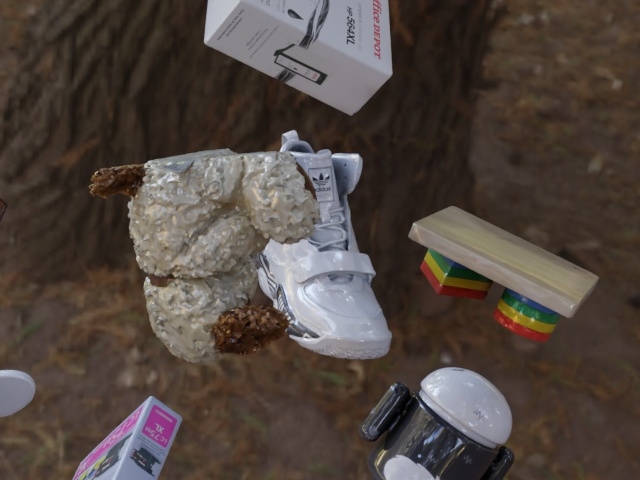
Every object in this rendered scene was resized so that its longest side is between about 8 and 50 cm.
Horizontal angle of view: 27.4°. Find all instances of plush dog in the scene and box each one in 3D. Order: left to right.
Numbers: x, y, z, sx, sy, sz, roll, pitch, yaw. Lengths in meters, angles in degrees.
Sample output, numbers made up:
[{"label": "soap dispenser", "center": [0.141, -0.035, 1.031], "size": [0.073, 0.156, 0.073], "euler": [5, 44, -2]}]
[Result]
[{"label": "plush dog", "center": [-0.133, 0.023, 1.408], "size": [0.210, 0.226, 0.262], "euler": [-10, 9, -29]}]

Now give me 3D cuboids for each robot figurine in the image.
[{"label": "robot figurine", "center": [0.186, 0.335, 2.108], "size": [0.173, 0.278, 0.209], "euler": [39, 8, 36]}]

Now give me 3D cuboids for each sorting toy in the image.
[{"label": "sorting toy", "center": [0.265, 0.054, 1.951], "size": [0.257, 0.089, 0.255], "euler": [27, 15, 14]}]

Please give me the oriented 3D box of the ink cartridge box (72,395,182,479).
[{"label": "ink cartridge box", "center": [-0.282, 0.352, 1.625], "size": [0.065, 0.186, 0.311], "euler": [36, 34, -15]}]

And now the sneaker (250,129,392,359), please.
[{"label": "sneaker", "center": [0.000, 0.000, 1.808], "size": [0.137, 0.210, 0.366], "euler": [-3, 30, -25]}]

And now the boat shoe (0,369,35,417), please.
[{"label": "boat shoe", "center": [-0.339, 0.148, 1.264], "size": [0.142, 0.049, 0.040], "euler": [-17, 30, 11]}]

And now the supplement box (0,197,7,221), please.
[{"label": "supplement box", "center": [-0.635, -0.064, 2.314], "size": [0.104, 0.081, 0.188], "euler": [19, -10, 4]}]

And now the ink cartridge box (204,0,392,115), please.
[{"label": "ink cartridge box", "center": [-0.022, -0.254, 1.490], "size": [0.203, 0.086, 0.148], "euler": [23, 46, -26]}]
